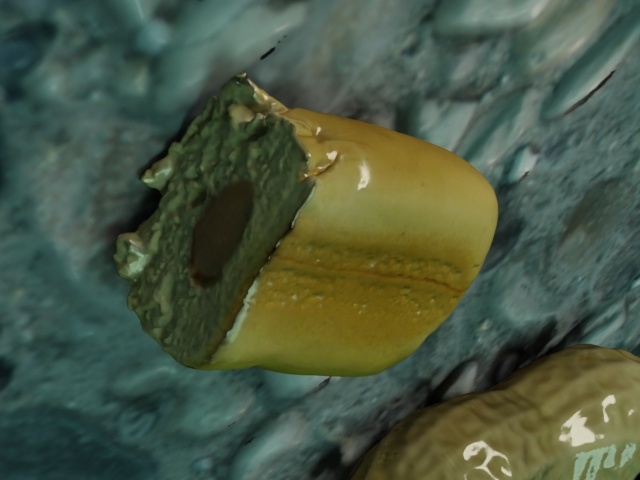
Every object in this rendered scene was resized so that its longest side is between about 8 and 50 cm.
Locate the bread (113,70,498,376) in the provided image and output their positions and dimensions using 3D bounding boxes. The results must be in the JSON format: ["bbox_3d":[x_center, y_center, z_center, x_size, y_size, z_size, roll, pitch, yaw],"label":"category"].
[{"bbox_3d":[-0.001,0.000,0.530,0.173,0.085,0.134,13,114,-48],"label":"bread"}]

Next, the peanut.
[{"bbox_3d":[0.137,0.168,0.816,0.299,0.120,0.136,-17,133,-29],"label":"peanut"}]

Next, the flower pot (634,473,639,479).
[{"bbox_3d":[0.312,0.285,1.134,0.111,0.111,0.089,-14,151,-35],"label":"flower pot"}]
